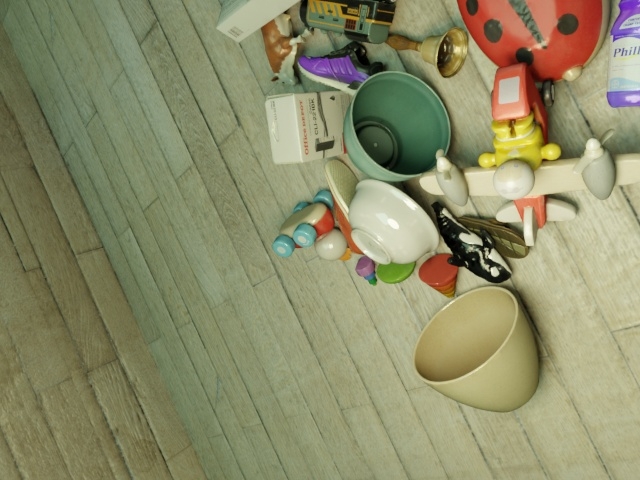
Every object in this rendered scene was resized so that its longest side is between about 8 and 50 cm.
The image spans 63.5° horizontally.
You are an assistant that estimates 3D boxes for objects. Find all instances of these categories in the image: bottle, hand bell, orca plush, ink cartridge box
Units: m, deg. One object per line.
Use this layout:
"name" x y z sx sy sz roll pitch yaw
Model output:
"bottle" 0.674 -0.426 1.085 0.118 0.092 0.283 9 109 39
"hand bell" 0.262 -0.528 1.403 0.242 0.126 0.126 33 123 41
"orca plush" 0.387 0.019 1.419 0.287 0.102 0.151 54 159 2
"ink cartridge box" -0.026 -0.347 1.570 0.114 0.272 0.197 4 107 39

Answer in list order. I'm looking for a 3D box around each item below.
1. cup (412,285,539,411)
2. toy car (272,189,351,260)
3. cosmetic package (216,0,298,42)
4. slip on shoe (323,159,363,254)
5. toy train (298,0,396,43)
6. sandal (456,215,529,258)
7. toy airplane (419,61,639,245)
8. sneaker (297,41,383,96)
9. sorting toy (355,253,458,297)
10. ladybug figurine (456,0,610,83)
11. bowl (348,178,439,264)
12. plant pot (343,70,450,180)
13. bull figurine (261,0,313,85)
"cup" 0.452 0.323 1.402 0.237 0.331 0.331 45 133 -15
"toy car" 0.000 0.000 1.748 0.210 0.219 0.238 -26 116 42
"cosmetic package" -0.151 -0.795 1.529 0.377 0.097 0.285 -7 66 49
"slip on shoe" 0.086 -0.101 1.668 0.101 0.123 0.332 -21 95 45
"toy train" 0.068 -0.677 1.470 0.333 0.142 0.191 25 117 32
"sandal" 0.473 -0.022 1.409 0.219 0.060 0.090 27 145 48
"toy airplane" 0.463 -0.152 1.193 0.384 0.272 0.386 39 132 6
"sneaker" 0.069 -0.532 1.557 0.293 0.102 0.146 30 117 24
"sorting toy" 0.275 0.121 1.611 0.365 0.127 0.126 2 135 42
"ladybug figurine" 0.461 -0.558 1.173 0.305 0.161 0.450 -38 79 40
"bowl" 0.182 -0.026 1.496 0.297 0.134 0.298 38 163 13
"plant pot" 0.184 -0.290 1.440 0.293 0.292 0.196 66 159 2
"bull figurine" -0.120 -0.662 1.663 0.188 0.101 0.311 -17 94 39
